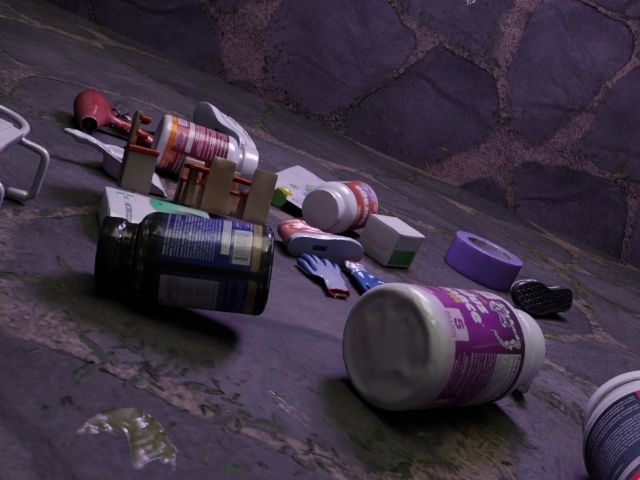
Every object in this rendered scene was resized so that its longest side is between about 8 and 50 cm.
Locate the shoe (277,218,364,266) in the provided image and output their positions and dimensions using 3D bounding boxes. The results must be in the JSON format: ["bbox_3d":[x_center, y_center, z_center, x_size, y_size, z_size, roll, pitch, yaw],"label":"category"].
[{"bbox_3d":[0.000,0.000,1.404,0.178,0.063,0.081,10,25,-30],"label":"shoe"}]

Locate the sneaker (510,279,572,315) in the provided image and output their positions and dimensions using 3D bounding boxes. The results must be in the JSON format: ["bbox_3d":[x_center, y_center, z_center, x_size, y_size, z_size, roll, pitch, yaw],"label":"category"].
[{"bbox_3d":[0.526,0.144,1.725,0.235,0.084,0.097,12,-5,-38],"label":"sneaker"}]

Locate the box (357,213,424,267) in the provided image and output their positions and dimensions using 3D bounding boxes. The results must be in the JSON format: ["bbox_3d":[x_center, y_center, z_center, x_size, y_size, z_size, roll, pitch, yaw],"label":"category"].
[{"bbox_3d":[0.160,0.001,1.590,0.101,0.087,0.102,6,23,-47],"label":"box"}]

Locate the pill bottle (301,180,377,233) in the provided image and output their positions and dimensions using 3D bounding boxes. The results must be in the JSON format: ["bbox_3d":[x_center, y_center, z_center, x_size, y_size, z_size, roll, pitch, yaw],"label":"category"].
[{"bbox_3d":[0.044,-0.078,1.622,0.121,0.121,0.216,29,17,19],"label":"pill bottle"}]

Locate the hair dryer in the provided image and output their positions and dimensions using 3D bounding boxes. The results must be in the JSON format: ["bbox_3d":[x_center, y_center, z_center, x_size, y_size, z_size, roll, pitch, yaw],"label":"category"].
[{"bbox_3d":[-0.467,-0.281,1.626,0.224,0.080,0.293,29,17,15],"label":"hair dryer"}]

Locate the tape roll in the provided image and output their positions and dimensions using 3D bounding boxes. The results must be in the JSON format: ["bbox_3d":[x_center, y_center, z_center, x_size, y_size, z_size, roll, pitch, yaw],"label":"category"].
[{"bbox_3d":[0.426,0.053,1.827,0.189,0.080,0.189,23,16,-7],"label":"tape roll"}]

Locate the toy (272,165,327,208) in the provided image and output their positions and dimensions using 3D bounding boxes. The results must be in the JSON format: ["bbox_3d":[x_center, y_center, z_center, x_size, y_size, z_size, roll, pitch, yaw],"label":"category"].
[{"bbox_3d":[-0.059,-0.121,1.738,0.137,0.056,0.237,32,22,14],"label":"toy"}]

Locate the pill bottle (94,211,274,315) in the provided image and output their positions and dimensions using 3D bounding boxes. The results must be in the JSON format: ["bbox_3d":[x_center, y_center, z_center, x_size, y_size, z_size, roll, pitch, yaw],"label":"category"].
[{"bbox_3d":[-0.176,0.028,0.917,0.219,0.122,0.123,8,18,-9],"label":"pill bottle"}]

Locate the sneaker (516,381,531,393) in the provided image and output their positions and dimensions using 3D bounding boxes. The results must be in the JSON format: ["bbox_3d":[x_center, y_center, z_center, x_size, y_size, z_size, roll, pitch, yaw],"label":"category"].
[{"bbox_3d":[0.320,0.218,1.195,0.061,0.053,0.152,13,10,-4],"label":"sneaker"}]

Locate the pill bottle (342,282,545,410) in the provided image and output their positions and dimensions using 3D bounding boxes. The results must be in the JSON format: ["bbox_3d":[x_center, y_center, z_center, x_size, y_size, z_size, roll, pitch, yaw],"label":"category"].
[{"bbox_3d":[0.190,0.151,0.993,0.302,0.169,0.169,8,22,-43],"label":"pill bottle"}]

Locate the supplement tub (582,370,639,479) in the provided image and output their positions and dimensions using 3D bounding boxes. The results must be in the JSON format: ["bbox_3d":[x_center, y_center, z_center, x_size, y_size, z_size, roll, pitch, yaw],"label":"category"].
[{"bbox_3d":[0.432,0.288,0.847,0.191,0.191,0.272,25,16,3],"label":"supplement tub"}]

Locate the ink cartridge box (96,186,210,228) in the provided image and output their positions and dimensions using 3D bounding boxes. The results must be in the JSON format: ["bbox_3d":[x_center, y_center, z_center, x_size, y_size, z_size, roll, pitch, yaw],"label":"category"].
[{"bbox_3d":[-0.246,-0.004,1.087,0.181,0.056,0.224,15,16,-28],"label":"ink cartridge box"}]

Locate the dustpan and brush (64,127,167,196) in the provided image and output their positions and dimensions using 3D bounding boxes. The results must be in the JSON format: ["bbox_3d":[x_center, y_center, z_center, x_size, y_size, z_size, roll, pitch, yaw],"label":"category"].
[{"bbox_3d":[-0.400,-0.161,1.361,0.211,0.060,0.147,16,18,-28],"label":"dustpan and brush"}]

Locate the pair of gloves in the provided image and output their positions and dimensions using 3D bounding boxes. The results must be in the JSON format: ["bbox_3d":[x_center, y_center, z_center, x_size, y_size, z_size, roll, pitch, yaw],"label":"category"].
[{"bbox_3d":[0.054,0.075,1.320,0.198,0.023,0.159,14,20,-30],"label":"pair of gloves"}]

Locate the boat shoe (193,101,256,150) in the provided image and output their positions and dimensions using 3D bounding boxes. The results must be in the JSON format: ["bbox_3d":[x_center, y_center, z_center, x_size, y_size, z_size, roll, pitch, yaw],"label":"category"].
[{"bbox_3d":[-0.278,-0.310,2.006,0.084,0.095,0.258,12,30,-50],"label":"boat shoe"}]

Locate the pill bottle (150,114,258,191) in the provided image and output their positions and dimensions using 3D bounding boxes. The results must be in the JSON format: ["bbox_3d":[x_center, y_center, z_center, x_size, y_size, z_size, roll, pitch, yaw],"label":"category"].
[{"bbox_3d":[-0.258,-0.188,1.545,0.221,0.121,0.121,17,17,-22],"label":"pill bottle"}]

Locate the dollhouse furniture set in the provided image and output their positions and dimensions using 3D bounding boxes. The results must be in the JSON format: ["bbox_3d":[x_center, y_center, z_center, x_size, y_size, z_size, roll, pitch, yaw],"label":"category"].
[{"bbox_3d":[-0.218,-0.127,1.241,0.259,0.135,0.262,15,1,-22],"label":"dollhouse furniture set"}]

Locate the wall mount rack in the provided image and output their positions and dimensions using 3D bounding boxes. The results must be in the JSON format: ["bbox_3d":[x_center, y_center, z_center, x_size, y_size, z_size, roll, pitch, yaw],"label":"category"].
[{"bbox_3d":[-0.543,-0.121,0.921,0.304,0.130,0.350,24,15,-12],"label":"wall mount rack"}]
